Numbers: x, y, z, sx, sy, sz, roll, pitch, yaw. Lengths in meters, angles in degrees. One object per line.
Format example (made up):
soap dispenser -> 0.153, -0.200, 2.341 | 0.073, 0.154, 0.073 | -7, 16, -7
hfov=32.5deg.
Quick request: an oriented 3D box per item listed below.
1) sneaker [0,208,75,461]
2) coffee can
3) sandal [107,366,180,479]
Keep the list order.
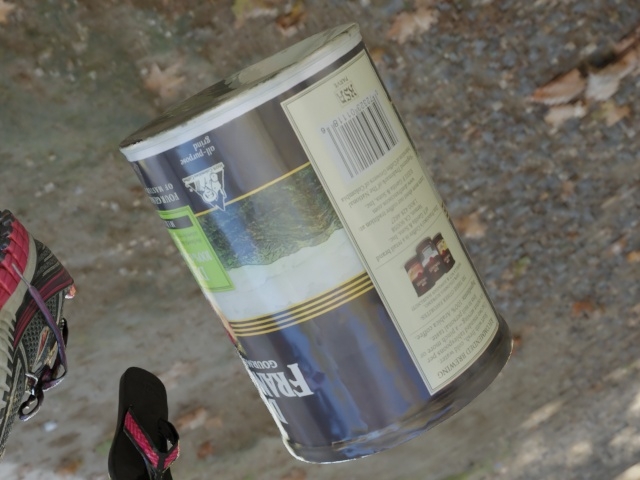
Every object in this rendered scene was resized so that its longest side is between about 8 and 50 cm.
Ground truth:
sneaker -> -0.268, 0.108, 0.924 | 0.121, 0.299, 0.112 | -23, 131, 26
coffee can -> 0.000, 0.000, 0.845 | 0.202, 0.275, 0.201 | -26, -167, 7
sandal -> -0.159, 0.180, 1.019 | 0.067, 0.179, 0.040 | 30, 121, -32
